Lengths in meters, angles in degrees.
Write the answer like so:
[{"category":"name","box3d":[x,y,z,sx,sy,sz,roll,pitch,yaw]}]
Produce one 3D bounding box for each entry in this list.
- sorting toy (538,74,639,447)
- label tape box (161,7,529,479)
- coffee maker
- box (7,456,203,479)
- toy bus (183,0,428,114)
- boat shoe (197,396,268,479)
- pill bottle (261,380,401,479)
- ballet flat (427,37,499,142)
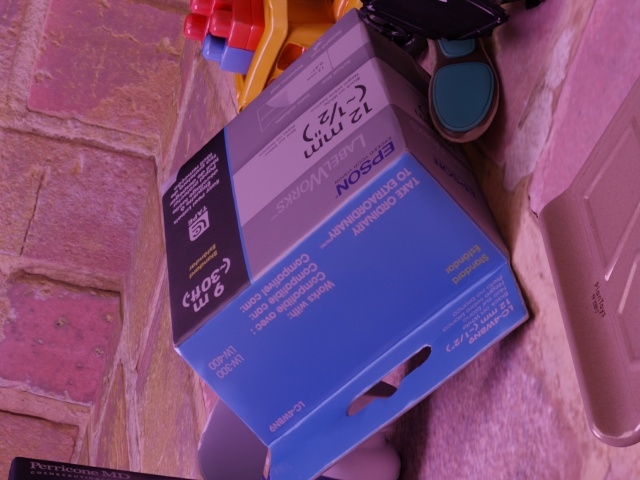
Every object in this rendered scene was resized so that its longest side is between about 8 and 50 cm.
[{"category":"sorting toy","box3d":[0.198,-0.018,0.719,0.193,0.038,0.208,-95,27,-44]},{"category":"label tape box","box3d":[0.000,0.000,1.054,0.249,0.115,0.348,-40,31,19]},{"category":"coffee maker","box3d":[0.099,-0.255,1.012,0.171,0.120,0.178,10,78,52]},{"category":"box","box3d":[-0.152,0.354,1.197,0.294,0.296,0.183,-121,44,-67]},{"category":"toy bus","box3d":[-0.016,-0.215,1.268,0.149,0.211,0.220,-94,23,-47]},{"category":"boat shoe","box3d":[-0.023,0.100,1.272,0.105,0.113,0.306,-60,-10,-79]},{"category":"pill bottle","box3d":[0.006,0.205,1.090,0.112,0.112,0.187,-149,70,-73]},{"category":"ballet flat","box3d":[0.115,-0.130,1.069,0.052,0.057,0.168,77,-168,-49]}]
